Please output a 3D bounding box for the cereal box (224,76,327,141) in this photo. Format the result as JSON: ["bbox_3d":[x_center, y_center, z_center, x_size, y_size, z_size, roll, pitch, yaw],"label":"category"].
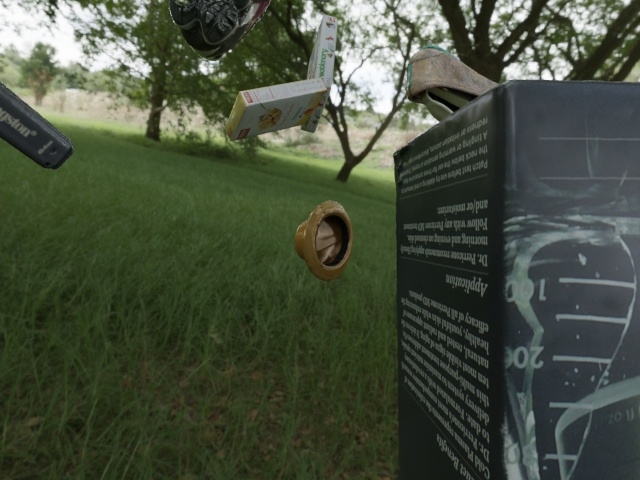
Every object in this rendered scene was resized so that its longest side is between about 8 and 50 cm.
[{"bbox_3d":[-0.119,-0.341,1.087,0.240,0.047,0.173,-23,-6,-29],"label":"cereal box"}]

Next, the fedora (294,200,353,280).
[{"bbox_3d":[0.000,0.000,0.946,0.079,0.194,0.194,3,2,35],"label":"fedora"}]

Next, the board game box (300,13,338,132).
[{"bbox_3d":[-0.005,-0.514,1.284,0.053,0.305,0.193,11,-29,-11],"label":"board game box"}]

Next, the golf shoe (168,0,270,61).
[{"bbox_3d":[-0.089,-0.354,0.524,0.105,0.273,0.120,37,-5,-7],"label":"golf shoe"}]

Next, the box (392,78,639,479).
[{"bbox_3d":[0.345,0.112,0.448,0.480,0.471,0.297,-1,2,-5],"label":"box"}]

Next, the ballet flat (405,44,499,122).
[{"bbox_3d":[0.285,-0.226,0.739,0.316,0.106,0.107,20,-16,-11],"label":"ballet flat"}]

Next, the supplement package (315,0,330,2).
[{"bbox_3d":[-0.030,-1.048,1.549,0.149,0.203,0.194,-4,-27,-18],"label":"supplement package"}]

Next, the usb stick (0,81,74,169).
[{"bbox_3d":[-0.546,-0.224,0.700,0.045,0.077,0.278,21,-19,27],"label":"usb stick"}]
